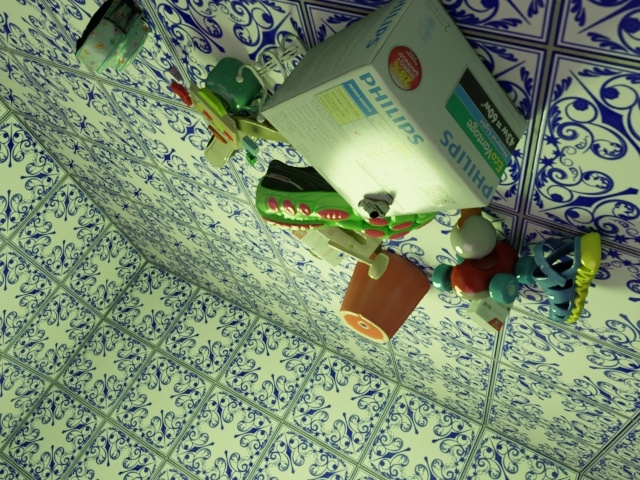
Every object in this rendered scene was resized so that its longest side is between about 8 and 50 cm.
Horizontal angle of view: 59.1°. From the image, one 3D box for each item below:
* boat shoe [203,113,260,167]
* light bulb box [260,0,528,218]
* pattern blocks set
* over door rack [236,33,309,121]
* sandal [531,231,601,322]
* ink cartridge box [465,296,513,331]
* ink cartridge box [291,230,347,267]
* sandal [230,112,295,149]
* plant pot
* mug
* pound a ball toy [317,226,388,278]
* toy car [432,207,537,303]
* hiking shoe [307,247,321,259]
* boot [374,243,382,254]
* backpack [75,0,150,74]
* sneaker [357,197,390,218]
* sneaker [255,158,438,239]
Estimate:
[{"bbox_3d":[-0.260,-0.320,1.705,0.112,0.095,0.335,39,152,-17],"label":"boat shoe"},{"bbox_3d":[0.141,-0.243,1.125,0.358,0.225,0.361,43,155,-26],"label":"light bulb box"},{"bbox_3d":[-0.281,-0.332,1.498,0.325,0.026,0.285,47,169,-7],"label":"pattern blocks set"},{"bbox_3d":[-0.040,-0.319,1.368,0.324,0.108,0.239,43,157,-24],"label":"over door rack"},{"bbox_3d":[0.576,0.086,1.357,0.138,0.126,0.317,7,141,19],"label":"sandal"},{"bbox_3d":[0.504,0.187,1.663,0.099,0.135,0.056,38,160,-12],"label":"ink cartridge box"},{"bbox_3d":[0.012,-0.013,1.909,0.198,0.115,0.067,41,-162,-19],"label":"ink cartridge box"},{"bbox_3d":[-0.124,-0.316,1.535,0.240,0.079,0.088,18,165,-12],"label":"sandal"},{"bbox_3d":[0.203,0.200,1.946,0.275,0.243,0.275,27,157,13],"label":"plant pot"},{"bbox_3d":[-0.226,-0.392,1.471,0.158,0.097,0.129,19,154,31],"label":"mug"},{"bbox_3d":[0.079,-0.047,1.692,0.319,0.135,0.208,35,-166,-7],"label":"pound a ball toy"},{"bbox_3d":[0.406,0.011,1.428,0.219,0.210,0.238,10,121,51],"label":"toy car"},{"bbox_3d":[0.000,0.000,2.005,0.114,0.086,0.227,9,148,51],"label":"hiking shoe"},{"bbox_3d":[0.148,0.000,1.880,0.087,0.042,0.118,19,154,45],"label":"boot"},{"bbox_3d":[-0.555,-0.530,1.500,0.144,0.188,0.166,43,155,-25],"label":"backpack"},{"bbox_3d":[0.107,-0.066,1.199,0.083,0.037,0.032,10,152,46],"label":"sneaker"},{"bbox_3d":[0.081,-0.127,1.434,0.483,0.202,0.185,7,151,-12],"label":"sneaker"}]
